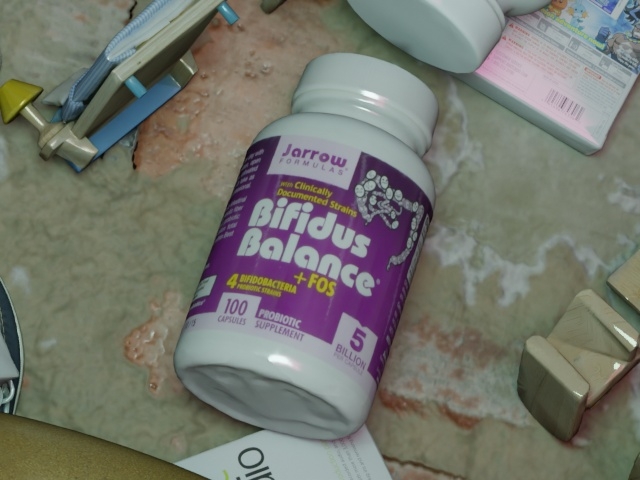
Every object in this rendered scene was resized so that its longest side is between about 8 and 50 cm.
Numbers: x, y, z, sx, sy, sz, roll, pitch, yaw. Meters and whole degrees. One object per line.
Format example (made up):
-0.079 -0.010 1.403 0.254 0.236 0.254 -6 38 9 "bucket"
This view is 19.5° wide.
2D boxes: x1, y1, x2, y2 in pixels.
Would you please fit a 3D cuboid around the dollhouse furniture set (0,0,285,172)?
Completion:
-0.144 -0.239 1.516 0.303 0.286 0.198 -43 92 -24 "dollhouse furniture set"

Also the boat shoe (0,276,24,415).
-0.300 0.134 1.544 0.095 0.079 0.254 5 80 -2 "boat shoe"

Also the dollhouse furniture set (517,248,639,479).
0.432 0.144 1.650 0.362 0.256 0.394 -41 71 -14 "dollhouse furniture set"

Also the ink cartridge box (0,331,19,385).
-0.396 0.113 1.420 0.273 0.197 0.114 -27 83 10 "ink cartridge box"

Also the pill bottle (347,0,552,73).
0.163 -0.316 1.589 0.188 0.188 0.334 34 77 -5 "pill bottle"

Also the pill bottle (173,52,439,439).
0.000 0.000 1.563 0.169 0.169 0.301 21 67 -7 "pill bottle"

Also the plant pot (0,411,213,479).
-0.169 0.249 1.407 0.254 0.237 0.237 6 82 -17 "plant pot"

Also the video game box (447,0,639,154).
0.205 -0.209 1.702 0.205 0.048 0.187 31 80 -5 "video game box"

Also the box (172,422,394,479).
-0.074 0.284 1.529 0.322 0.058 0.232 -20 58 -12 "box"
